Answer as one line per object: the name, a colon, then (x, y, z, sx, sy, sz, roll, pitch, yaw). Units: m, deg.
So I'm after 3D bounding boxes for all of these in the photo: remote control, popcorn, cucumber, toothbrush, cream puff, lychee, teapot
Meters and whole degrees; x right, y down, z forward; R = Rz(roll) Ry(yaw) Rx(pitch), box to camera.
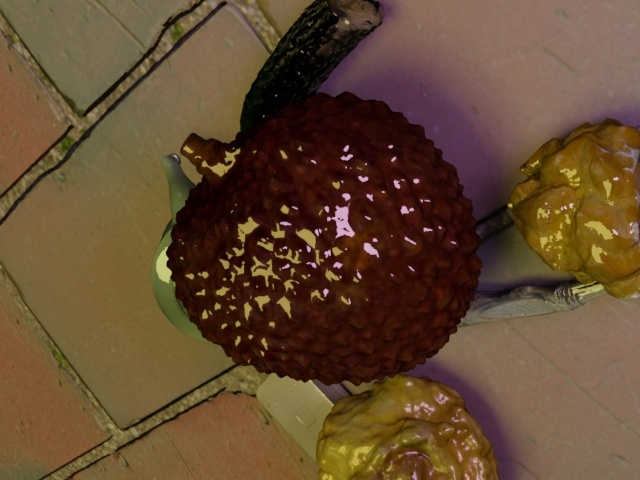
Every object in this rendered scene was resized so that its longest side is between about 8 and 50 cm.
remote control: (0.035, 0.233, 1.667, 0.250, 0.034, 0.103, 46, 138, 8)
popcorn: (0.083, 0.234, 1.524, 0.197, 0.155, 0.198, 5, 101, 25)
cucumber: (-0.023, -0.160, 1.422, 0.067, 0.067, 0.245, 50, 141, 2)
toothbrush: (0.191, 0.056, 1.403, 0.413, 0.042, 0.035, -12, 110, 48)
cream puff: (0.223, -0.020, 1.255, 0.156, 0.121, 0.156, 27, 139, 26)
lychee: (0.000, 0.000, 1.362, 0.304, 0.276, 0.276, 34, 140, -12)
teapot: (-0.097, 0.018, 1.571, 0.159, 0.159, 0.232, -6, 124, 44)
